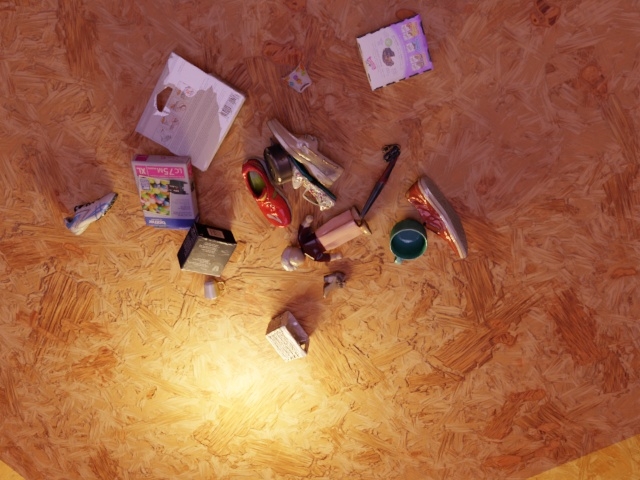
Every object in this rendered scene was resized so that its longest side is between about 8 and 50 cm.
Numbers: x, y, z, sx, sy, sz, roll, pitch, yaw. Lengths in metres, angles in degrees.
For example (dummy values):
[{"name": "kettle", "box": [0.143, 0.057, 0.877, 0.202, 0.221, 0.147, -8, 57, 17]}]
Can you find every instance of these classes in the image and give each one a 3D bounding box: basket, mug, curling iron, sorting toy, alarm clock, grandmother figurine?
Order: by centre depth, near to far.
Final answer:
[{"name": "sorting toy", "box": [-0.069, -0.513, 1.538, 0.083, 0.045, 0.075, -37, 127, 18]}, {"name": "alarm clock", "box": [-0.144, -0.240, 1.618, 0.064, 0.129, 0.192, -25, 147, -12]}, {"name": "curling iron", "box": [0.196, -0.203, 1.636, 0.068, 0.035, 0.274, 20, 103, -17]}, {"name": "mug", "box": [0.301, -0.004, 1.711, 0.158, 0.097, 0.129, -31, 113, 27]}, {"name": "grandmother figurine", "box": [0.000, 0.000, 1.735, 0.342, 0.104, 0.208, -32, 101, 13]}, {"name": "mug", "box": [-0.418, 0.183, 1.870, 0.062, 0.078, 0.064, 4, 110, 37]}, {"name": "basket", "box": [-0.131, 0.383, 1.908, 0.103, 0.113, 0.167, -28, 110, 17]}]

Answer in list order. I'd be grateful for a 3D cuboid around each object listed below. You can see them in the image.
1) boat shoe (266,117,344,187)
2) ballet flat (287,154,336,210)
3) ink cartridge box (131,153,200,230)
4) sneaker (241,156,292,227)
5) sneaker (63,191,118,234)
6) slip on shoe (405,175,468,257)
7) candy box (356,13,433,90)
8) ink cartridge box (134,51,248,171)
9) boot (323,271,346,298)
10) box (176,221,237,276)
[{"name": "boat shoe", "box": [-0.048, -0.307, 1.595, 0.302, 0.109, 0.098, 42, 102, -18]}, {"name": "ballet flat", "box": [-0.045, -0.188, 1.650, 0.077, 0.091, 0.241, -42, 107, 15]}, {"name": "ink cartridge box", "box": [-0.529, -0.148, 1.679, 0.186, 0.065, 0.311, 3, 130, 2]}, {"name": "sneaker", "box": [-0.195, -0.150, 1.662, 0.107, 0.118, 0.279, -26, 111, 15]}, {"name": "sneaker", "box": [-0.827, -0.108, 1.735, 0.237, 0.085, 0.086, -33, 114, 15]}, {"name": "slip on shoe", "box": [0.411, -0.070, 1.677, 0.101, 0.123, 0.331, -30, 108, 32]}, {"name": "candy box", "box": [0.225, -0.572, 1.473, 0.196, 0.070, 0.165, -17, 113, 10]}, {"name": "ink cartridge box", "box": [-0.422, -0.418, 1.580, 0.261, 0.066, 0.296, 31, 112, -11]}, {"name": "boot", "box": [0.054, 0.174, 1.843, 0.087, 0.042, 0.118, 0, 122, -6]}, {"name": "box", "box": [-0.411, 0.034, 1.740, 0.156, 0.093, 0.158, 15, 118, -37]}]
